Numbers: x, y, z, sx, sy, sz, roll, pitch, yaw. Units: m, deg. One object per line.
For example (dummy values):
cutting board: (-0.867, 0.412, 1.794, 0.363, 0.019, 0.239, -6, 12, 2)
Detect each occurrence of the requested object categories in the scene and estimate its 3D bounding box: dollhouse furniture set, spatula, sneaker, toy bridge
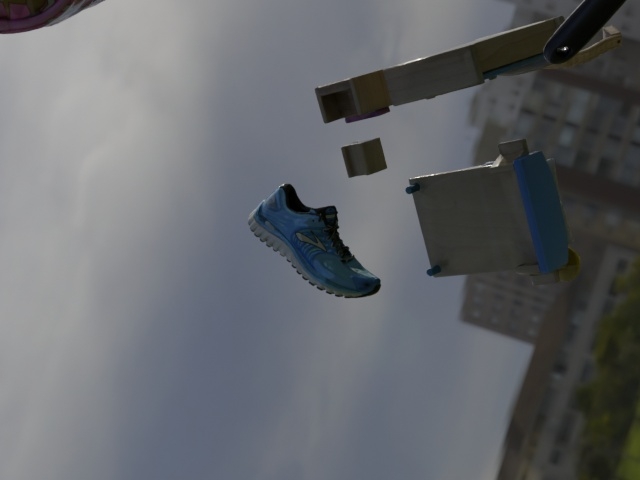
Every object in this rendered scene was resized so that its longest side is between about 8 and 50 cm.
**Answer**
dollhouse furniture set: (0.193, -0.090, 1.907, 0.198, 0.286, 0.303, -22, -82, -44)
spatula: (0.284, -0.242, 1.258, 0.296, 0.084, 0.030, -44, 33, 38)
sneaker: (0.000, 0.000, 1.614, 0.073, 0.162, 0.063, -56, -15, 16)
toy bridge: (0.338, -0.264, 2.167, 0.063, 0.188, 0.026, -122, 22, -58)

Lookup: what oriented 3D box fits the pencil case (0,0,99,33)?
pencil case: (-0.259, -0.321, 1.600, 0.160, 0.167, 0.386, 60, -163, -8)
